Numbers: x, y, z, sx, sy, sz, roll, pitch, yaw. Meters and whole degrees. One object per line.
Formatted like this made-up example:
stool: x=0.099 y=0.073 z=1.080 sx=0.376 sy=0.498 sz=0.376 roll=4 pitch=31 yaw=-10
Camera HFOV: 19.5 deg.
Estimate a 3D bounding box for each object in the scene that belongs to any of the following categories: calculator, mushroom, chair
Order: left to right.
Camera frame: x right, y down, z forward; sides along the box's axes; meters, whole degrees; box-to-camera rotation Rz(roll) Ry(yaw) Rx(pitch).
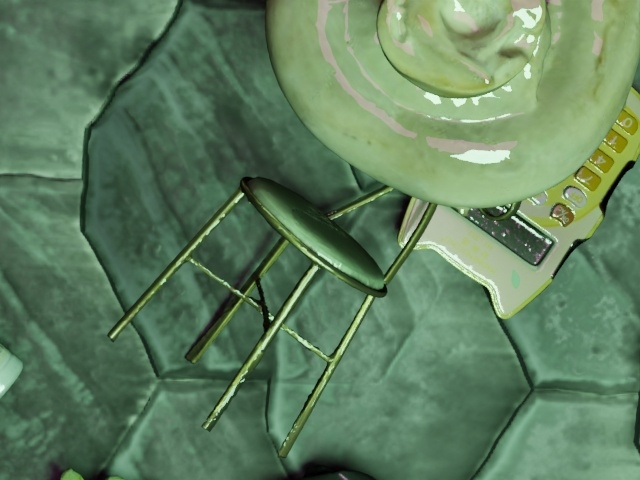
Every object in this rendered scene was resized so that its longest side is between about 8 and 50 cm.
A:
chair: x=0.000 y=0.000 z=1.482 sx=0.160 sy=0.170 sz=0.325 roll=43 pitch=99 yaw=30
mushroom: x=0.111 y=-0.170 z=1.354 sx=0.293 sy=0.290 sz=0.292 roll=0 pitch=90 yaw=-5
calculator: x=0.176 y=-0.062 z=1.573 sx=0.157 sy=0.033 sz=0.236 roll=36 pitch=91 yaw=-10

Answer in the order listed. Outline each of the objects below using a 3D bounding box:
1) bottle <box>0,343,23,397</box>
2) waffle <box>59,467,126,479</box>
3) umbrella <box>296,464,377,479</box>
bottle: x=-0.342 y=0.054 z=1.512 sx=0.217 sy=0.060 sz=0.060 roll=40 pitch=92 yaw=-11
waffle: x=-0.167 y=0.308 z=1.576 sx=0.214 sy=0.054 sz=0.207 roll=23 pitch=92 yaw=-16
umbrella: x=0.115 y=0.265 z=1.580 sx=0.340 sy=0.118 sz=0.118 roll=9 pitch=98 yaw=-9
